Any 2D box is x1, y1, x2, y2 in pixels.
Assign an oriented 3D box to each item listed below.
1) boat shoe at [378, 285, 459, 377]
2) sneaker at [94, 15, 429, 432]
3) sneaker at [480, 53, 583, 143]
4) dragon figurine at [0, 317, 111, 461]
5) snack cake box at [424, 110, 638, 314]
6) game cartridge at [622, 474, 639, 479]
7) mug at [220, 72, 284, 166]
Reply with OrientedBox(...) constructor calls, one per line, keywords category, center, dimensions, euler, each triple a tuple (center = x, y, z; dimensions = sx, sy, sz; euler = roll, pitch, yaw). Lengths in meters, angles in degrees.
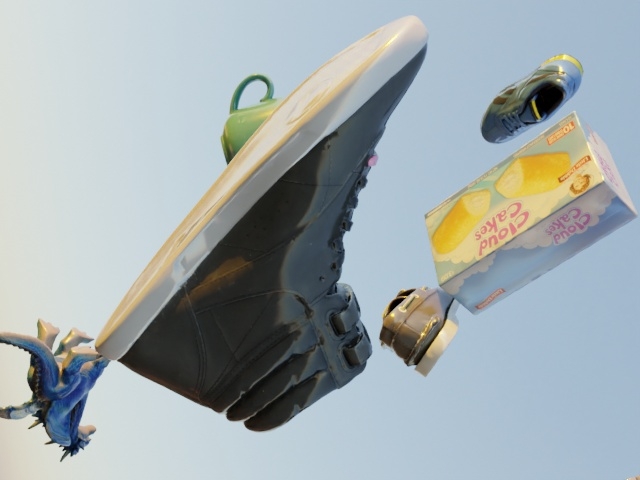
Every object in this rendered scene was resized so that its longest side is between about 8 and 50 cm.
OrientedBox(category="boat shoe", center=(0.139, 0.111, 1.502), dimensions=(0.109, 0.091, 0.305), euler=(-58, 178, 10))
OrientedBox(category="sneaker", center=(0.000, 0.000, 0.685), dimensions=(0.147, 0.295, 0.104), euler=(39, 7, -13))
OrientedBox(category="sneaker", center=(0.303, -0.197, 1.561), dimensions=(0.069, 0.082, 0.209), euler=(41, -41, -10))
OrientedBox(category="dragon figurine", center=(-0.290, 0.167, 1.111), dimensions=(0.144, 0.085, 0.289), euler=(-64, 171, -5))
OrientedBox(category="snack cake box", center=(0.278, -0.034, 1.419), dimensions=(0.264, 0.089, 0.152), euler=(-36, -145, 24))
OrientedBox(category="game cartridge", center=(0.582, 0.440, 1.712), dimensions=(0.355, 0.230, 0.068), euler=(69, 8, -56))
OrientedBox(category="mug", center=(-0.083, -0.131, 1.420), dimensions=(0.129, 0.097, 0.157), euler=(74, 0, -58))
